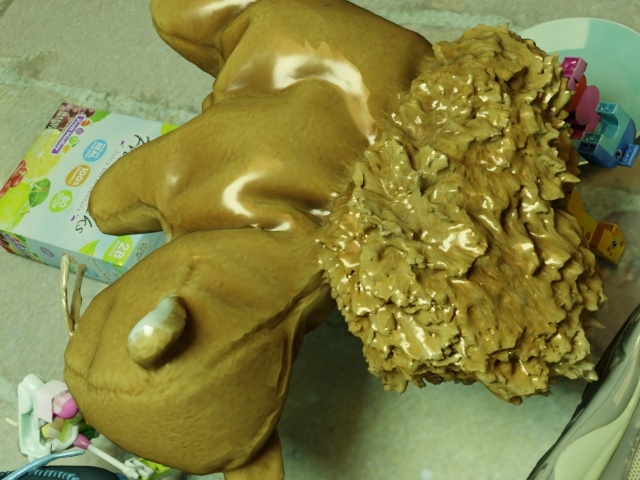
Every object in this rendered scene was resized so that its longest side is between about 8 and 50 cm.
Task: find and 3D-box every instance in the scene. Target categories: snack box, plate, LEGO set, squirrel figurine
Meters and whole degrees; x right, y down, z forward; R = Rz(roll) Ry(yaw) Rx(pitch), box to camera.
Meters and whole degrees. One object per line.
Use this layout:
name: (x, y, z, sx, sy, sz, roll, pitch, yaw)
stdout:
snack box: (-0.231, -0.050, 1.055, 0.207, 0.070, 0.174, 14, 63, 27)
plate: (0.237, -0.141, 0.958, 0.188, 0.024, 0.188, -10, 55, 15)
LEGO set: (-0.137, 0.123, 0.874, 0.107, 0.132, 0.287, 25, 36, 22)
LEGO set: (0.220, -0.033, 0.848, 0.087, 0.093, 0.227, 19, 80, 52)
squirrel figurine: (0.000, 0.000, 0.721, 0.397, 0.281, 0.370, 1, 40, 25)

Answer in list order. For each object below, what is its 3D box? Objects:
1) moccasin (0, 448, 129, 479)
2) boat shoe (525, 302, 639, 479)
moccasin: (-0.272, 0.246, 0.754, 0.342, 0.117, 0.138, -31, 45, 39)
boat shoe: (0.257, 0.132, 0.716, 0.130, 0.132, 0.355, 34, 76, 13)
